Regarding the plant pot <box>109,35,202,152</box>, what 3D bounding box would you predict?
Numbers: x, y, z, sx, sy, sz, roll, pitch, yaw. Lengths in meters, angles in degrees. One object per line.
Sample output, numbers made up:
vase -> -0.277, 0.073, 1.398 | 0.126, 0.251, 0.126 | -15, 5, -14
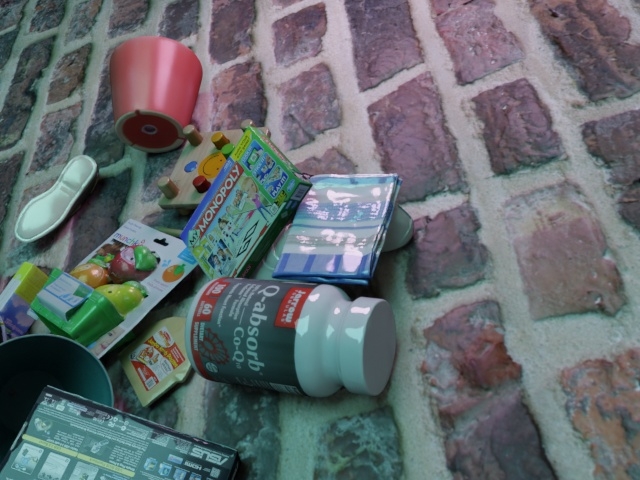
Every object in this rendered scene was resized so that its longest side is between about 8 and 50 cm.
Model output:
plant pot -> -0.481, -0.406, 1.866 | 0.275, 0.275, 0.243 | -12, 60, 17

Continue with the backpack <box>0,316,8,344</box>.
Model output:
backpack -> -0.831, 0.292, 1.425 | 0.273, 0.290, 0.355 | 8, 92, 64

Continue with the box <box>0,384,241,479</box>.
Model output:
box -> -0.379, 0.469, 1.142 | 0.395, 0.097, 0.318 | 16, 58, 7

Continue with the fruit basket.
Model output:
fruit basket -> -0.493, 0.093, 1.536 | 0.327, 0.165, 0.353 | 21, 61, 37

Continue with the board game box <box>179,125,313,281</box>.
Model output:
board game box -> -0.172, -0.061, 1.418 | 0.213, 0.046, 0.317 | 48, 113, 32

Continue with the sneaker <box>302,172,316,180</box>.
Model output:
sneaker -> -0.092, -0.089, 1.527 | 0.281, 0.106, 0.162 | 15, 97, 1

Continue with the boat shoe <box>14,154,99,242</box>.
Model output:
boat shoe -> -0.750, -0.108, 1.862 | 0.109, 0.091, 0.305 | 35, 73, 1

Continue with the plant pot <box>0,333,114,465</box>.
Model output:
plant pot -> -0.595, 0.343, 1.346 | 0.290, 0.290, 0.195 | -58, 17, -22

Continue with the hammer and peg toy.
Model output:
hammer and peg toy -> -0.292, -0.144, 1.645 | 0.266, 0.127, 0.361 | 1, 55, 26

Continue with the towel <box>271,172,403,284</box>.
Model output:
towel -> 0.036, -0.033, 1.289 | 0.209, 0.034, 0.285 | 2, 48, 22

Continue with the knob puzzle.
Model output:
knob puzzle -> -0.337, 0.250, 1.427 | 0.213, 0.030, 0.213 | -14, 50, 17

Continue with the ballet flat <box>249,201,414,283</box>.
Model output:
ballet flat -> 0.000, 0.000, 1.393 | 0.400, 0.139, 0.139 | -19, 49, 11

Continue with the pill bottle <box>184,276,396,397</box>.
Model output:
pill bottle -> -0.055, 0.181, 1.224 | 0.363, 0.210, 0.210 | 2, 56, 27

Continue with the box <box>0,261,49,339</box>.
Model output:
box -> -0.759, 0.158, 1.646 | 0.042, 0.109, 0.178 | 13, 61, 28
